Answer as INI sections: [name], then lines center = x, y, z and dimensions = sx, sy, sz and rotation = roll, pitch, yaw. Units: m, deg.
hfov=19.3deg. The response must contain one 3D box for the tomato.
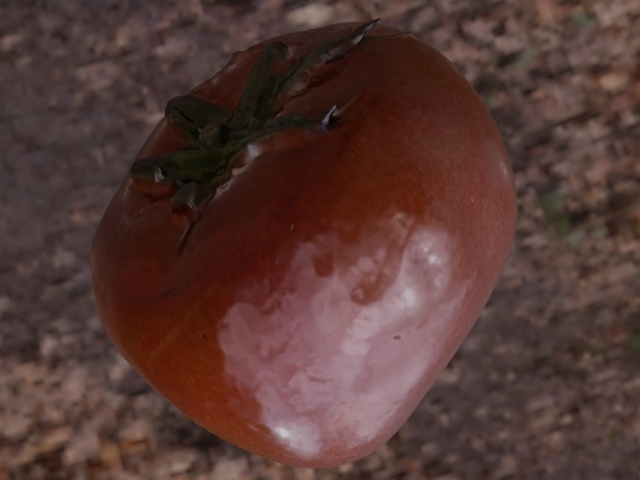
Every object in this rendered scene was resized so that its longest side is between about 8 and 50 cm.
[tomato]
center = 0.000, 0.000, 1.420
dimensions = 0.341, 0.341, 0.273
rotation = -31, 123, 27
